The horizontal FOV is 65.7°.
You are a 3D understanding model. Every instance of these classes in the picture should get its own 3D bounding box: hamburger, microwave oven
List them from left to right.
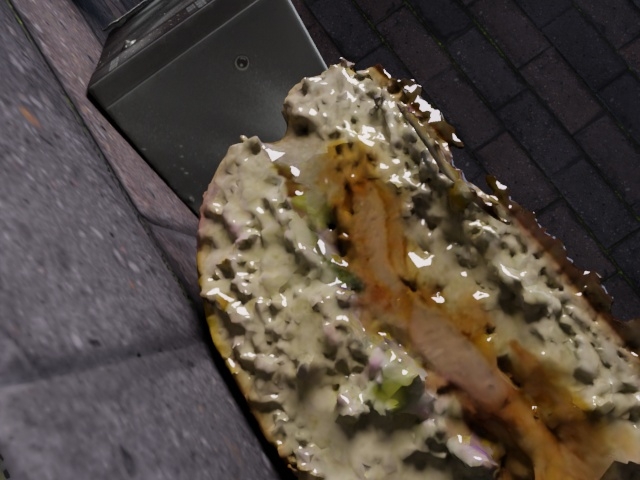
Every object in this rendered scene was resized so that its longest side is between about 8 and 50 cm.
[{"bbox_3d":[-0.132,-0.219,0.770,0.374,0.236,0.432,53,4,-34],"label":"microwave oven"},{"bbox_3d":[0.087,0.096,0.461,0.446,0.268,0.287,52,4,18],"label":"hamburger"}]
